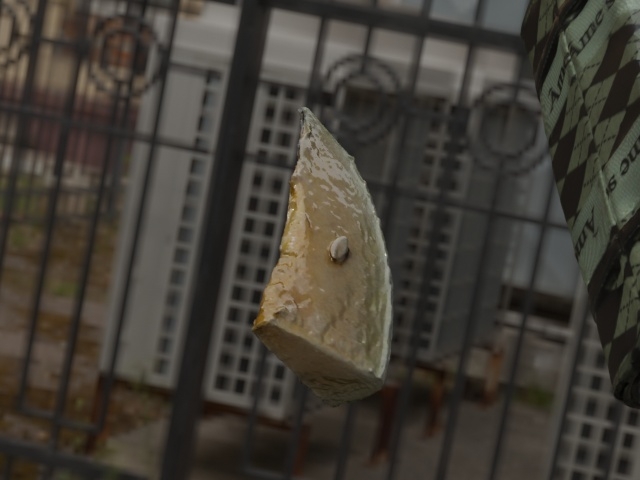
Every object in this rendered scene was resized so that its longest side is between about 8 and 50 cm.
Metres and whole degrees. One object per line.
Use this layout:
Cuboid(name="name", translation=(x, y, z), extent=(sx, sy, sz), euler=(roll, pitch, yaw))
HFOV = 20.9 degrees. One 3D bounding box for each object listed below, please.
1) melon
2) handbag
Cuboid(name="melon", translation=(0.005, 0.006, 1.062), extent=(0.054, 0.182, 0.098), euler=(-26, -51, 35))
Cuboid(name="handbag", translation=(0.324, -0.042, 1.206), extent=(0.316, 0.180, 0.416), euler=(14, 39, -15))
